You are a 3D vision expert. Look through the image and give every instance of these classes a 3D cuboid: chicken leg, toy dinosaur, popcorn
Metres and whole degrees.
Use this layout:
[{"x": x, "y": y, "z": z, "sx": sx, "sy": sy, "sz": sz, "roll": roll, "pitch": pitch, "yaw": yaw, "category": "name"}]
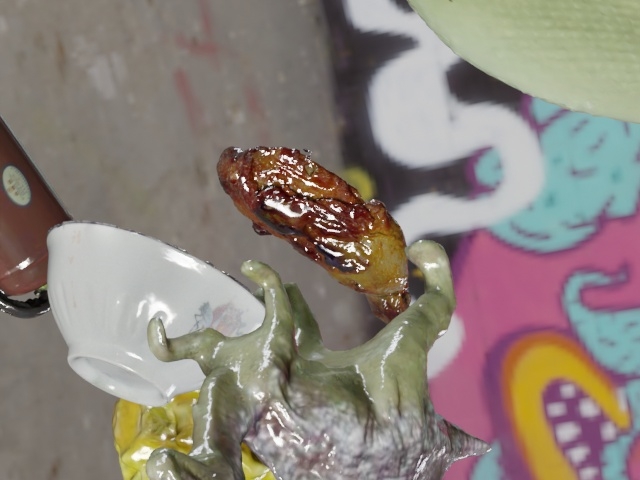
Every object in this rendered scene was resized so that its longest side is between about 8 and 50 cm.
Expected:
[{"x": 0.008, "y": -0.001, "z": 1.969, "sx": 0.322, "sy": 0.177, "sz": 0.083, "roll": 33, "pitch": 66, "yaw": -18, "category": "chicken leg"}, {"x": 0.000, "y": 0.091, "z": 1.012, "sx": 0.294, "sy": 0.077, "sz": 0.162, "roll": -7, "pitch": 73, "yaw": -40, "category": "toy dinosaur"}, {"x": -0.120, "y": 0.195, "z": 1.820, "sx": 0.217, "sy": 0.181, "sz": 0.235, "roll": -9, "pitch": 112, "yaw": -68, "category": "popcorn"}]

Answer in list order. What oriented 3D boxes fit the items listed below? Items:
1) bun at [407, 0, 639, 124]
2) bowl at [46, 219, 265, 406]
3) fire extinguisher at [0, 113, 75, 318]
[{"x": 0.160, "y": -0.192, "z": 0.828, "sx": 0.293, "sy": 0.293, "sz": 0.187, "roll": 55, "pitch": 52, "yaw": -46, "category": "bun"}, {"x": -0.134, "y": 0.069, "z": 1.303, "sx": 0.189, "sy": 0.189, "sz": 0.086, "roll": 51, "pitch": 54, "yaw": -50, "category": "bowl"}, {"x": -0.285, "y": -0.069, "z": 1.423, "sx": 0.341, "sy": 0.105, "sz": 0.141, "roll": 58, "pitch": 36, "yaw": -26, "category": "fire extinguisher"}]
